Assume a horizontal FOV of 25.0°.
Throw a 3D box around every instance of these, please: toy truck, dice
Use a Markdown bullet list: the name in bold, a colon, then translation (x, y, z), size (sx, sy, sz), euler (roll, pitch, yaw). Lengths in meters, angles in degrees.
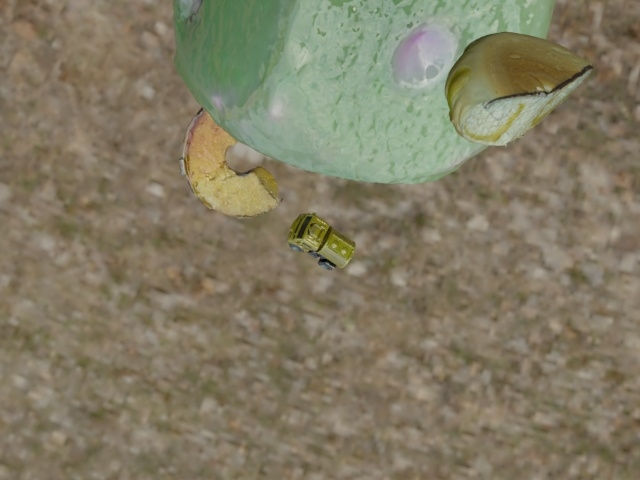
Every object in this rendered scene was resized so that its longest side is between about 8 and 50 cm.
- **toy truck**: translation (0.000, 0.000, 1.879), size (0.083, 0.049, 0.054), euler (33, 165, -26)
- **dice**: translation (0.038, -0.267, 1.585), size (0.322, 0.330, 0.318), euler (4, 119, -33)

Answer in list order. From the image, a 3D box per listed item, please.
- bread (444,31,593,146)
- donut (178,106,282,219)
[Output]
- **bread**: translation (0.165, -0.142, 1.305), size (0.094, 0.157, 0.083), euler (48, 139, 4)
- **donut**: translation (-0.118, -0.125, 1.988), size (0.146, 0.078, 0.181), euler (5, 116, 5)
